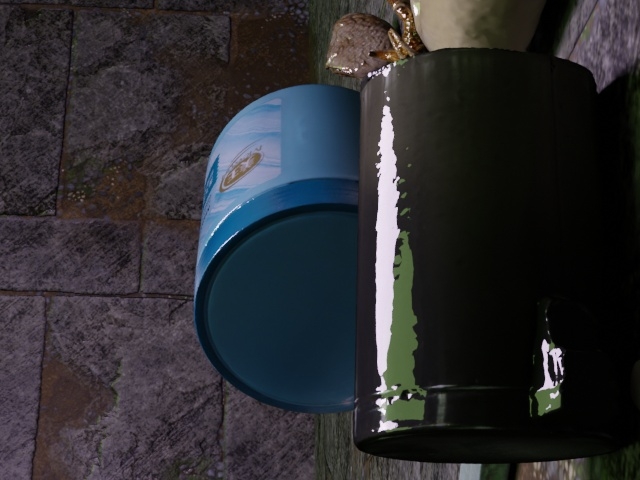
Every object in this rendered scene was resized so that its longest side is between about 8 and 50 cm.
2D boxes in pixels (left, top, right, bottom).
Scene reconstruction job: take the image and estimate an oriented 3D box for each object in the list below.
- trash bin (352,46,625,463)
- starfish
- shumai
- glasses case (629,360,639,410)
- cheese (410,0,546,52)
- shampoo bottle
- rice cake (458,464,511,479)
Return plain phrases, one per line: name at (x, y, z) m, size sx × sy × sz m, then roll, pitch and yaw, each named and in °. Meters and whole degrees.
trash bin at (0.130, 0.015, 0.940) m, size 0.252 × 0.203 × 0.302 m, roll 146°, pitch 128°, yaw -61°
starfish at (0.120, -0.302, 1.764) m, size 0.190 × 0.074 × 0.146 m, roll 100°, pitch 169°, yaw -56°
shumai at (0.078, -0.306, 2.021) m, size 0.116 × 0.145 × 0.146 m, roll 67°, pitch -162°, yaw -55°
glasses case at (0.228, 0.105, 0.799) m, size 0.083 × 0.021 × 0.032 m, roll -117°, pitch 29°, yaw -78°
cheese at (0.161, -0.285, 1.057) m, size 0.351 × 0.129 × 0.328 m, roll -97°, pitch 12°, yaw -67°
shampoo bottle at (0.000, 0.000, 1.611) m, size 0.343 × 0.331 × 0.331 m, roll -94°, pitch 8°, yaw -57°
rice cake at (0.174, 0.212, 1.223) m, size 0.085 × 0.040 × 0.226 m, roll -98°, pitch 11°, yaw -63°
